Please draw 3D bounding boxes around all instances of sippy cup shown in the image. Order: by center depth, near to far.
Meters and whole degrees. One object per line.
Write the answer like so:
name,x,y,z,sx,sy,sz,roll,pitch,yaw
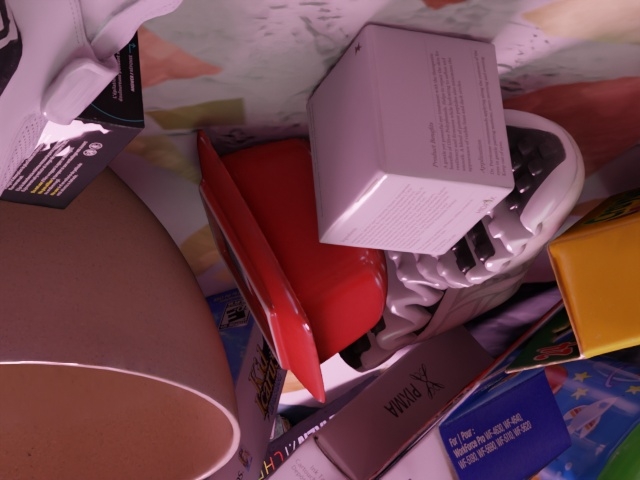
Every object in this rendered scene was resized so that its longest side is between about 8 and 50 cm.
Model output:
sippy cup,0.232,0.195,1.481,0.224,0.240,0.305,30,167,49

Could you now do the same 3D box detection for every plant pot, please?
plant pot,-0.198,0.044,1.145,0.284,0.191,0.284,-4,154,-2

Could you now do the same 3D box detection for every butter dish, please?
butter dish,0.000,0.000,1.180,0.118,0.160,0.160,-27,156,-7

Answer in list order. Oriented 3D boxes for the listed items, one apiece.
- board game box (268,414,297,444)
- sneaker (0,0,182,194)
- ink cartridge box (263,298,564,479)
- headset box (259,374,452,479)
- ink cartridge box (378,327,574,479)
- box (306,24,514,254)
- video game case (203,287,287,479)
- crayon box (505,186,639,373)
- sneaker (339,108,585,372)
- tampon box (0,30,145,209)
board game box,-0.119,0.225,1.747,0.260,0.030,0.136,-16,155,22
sneaker,-0.083,-0.117,0.773,0.210,0.137,0.366,5,123,-30
ink cartridge box,0.066,0.119,1.358,0.239,0.060,0.275,-48,172,29
headset box,0.039,0.306,1.604,0.246,0.283,0.131,-36,144,31
ink cartridge box,0.063,0.199,1.284,0.332,0.065,0.165,-49,164,32
box,0.051,-0.058,1.086,0.087,0.101,0.102,6,153,-23
video game case,-0.163,0.157,1.343,0.269,0.244,0.061,-18,123,23
crayon box,0.277,-0.006,1.170,0.318,0.081,0.202,-17,-176,21
sneaker,0.103,-0.006,1.231,0.118,0.110,0.292,-9,161,-28
tampon box,-0.186,-0.098,0.926,0.161,0.120,0.101,10,150,-30
